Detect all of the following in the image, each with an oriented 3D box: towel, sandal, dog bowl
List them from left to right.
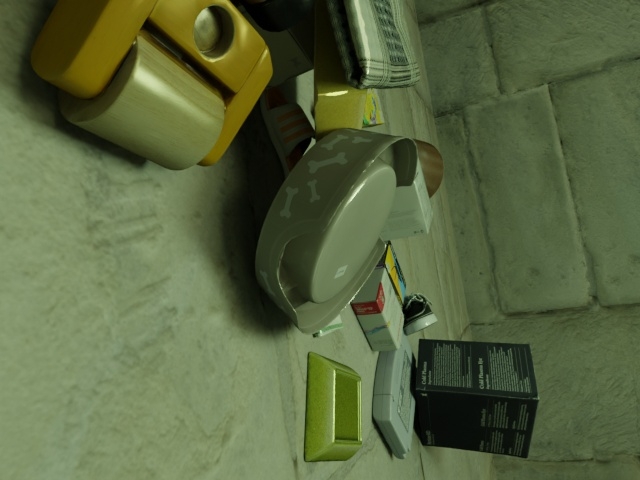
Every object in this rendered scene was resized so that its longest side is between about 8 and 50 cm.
[{"bbox_3d":[-0.038,-0.185,0.857,0.102,0.076,0.265,-49,124,-60],"label":"sandal"},{"bbox_3d":[0.008,0.115,0.900,0.113,0.023,0.152,3,77,-66],"label":"towel"},{"bbox_3d":[0.029,-0.021,0.715,0.349,0.102,0.349,-47,155,-29],"label":"dog bowl"},{"bbox_3d":[0.072,-0.385,0.629,0.312,0.056,0.324,-36,111,-58],"label":"towel"}]

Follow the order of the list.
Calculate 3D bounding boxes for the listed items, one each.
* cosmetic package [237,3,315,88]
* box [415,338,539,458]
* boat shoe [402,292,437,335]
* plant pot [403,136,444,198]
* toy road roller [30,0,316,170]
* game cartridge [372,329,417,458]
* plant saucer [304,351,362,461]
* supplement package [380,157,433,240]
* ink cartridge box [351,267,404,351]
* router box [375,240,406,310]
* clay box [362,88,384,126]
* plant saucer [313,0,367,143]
[{"bbox_3d":[-0.098,-0.417,0.736,0.129,0.153,0.296,37,46,-55],"label":"cosmetic package"},{"bbox_3d":[0.456,0.471,1.307,0.179,0.312,0.343,-73,156,-47],"label":"box"},{"bbox_3d":[0.298,0.216,1.364,0.105,0.113,0.306,63,17,7],"label":"boat shoe"},{"bbox_3d":[0.225,-0.227,1.329,0.230,0.215,0.215,9,72,-49],"label":"plant pot"},{"bbox_3d":[-0.182,-0.273,0.501,0.330,0.240,0.202,-60,150,2],"label":"toy road roller"},{"bbox_3d":[0.206,0.395,1.180,0.198,0.062,0.297,61,30,-27],"label":"game cartridge"},{"bbox_3d":[0.036,0.325,0.848,0.188,0.045,0.188,42,44,-54],"label":"plant saucer"},{"bbox_3d":[0.171,-0.119,1.140,0.149,0.194,0.203,-54,129,-59],"label":"supplement package"},{"bbox_3d":[0.150,0.179,1.119,0.175,0.072,0.127,65,28,-28],"label":"ink cartridge box"},{"bbox_3d":[0.205,0.110,1.299,0.179,0.046,0.133,65,29,-29],"label":"router box"},{"bbox_3d":[0.139,-0.420,1.361,0.222,0.053,0.127,-33,110,-62],"label":"clay box"},{"bbox_3d":[0.032,-0.292,0.775,0.333,0.081,0.333,88,3,-73],"label":"plant saucer"}]
